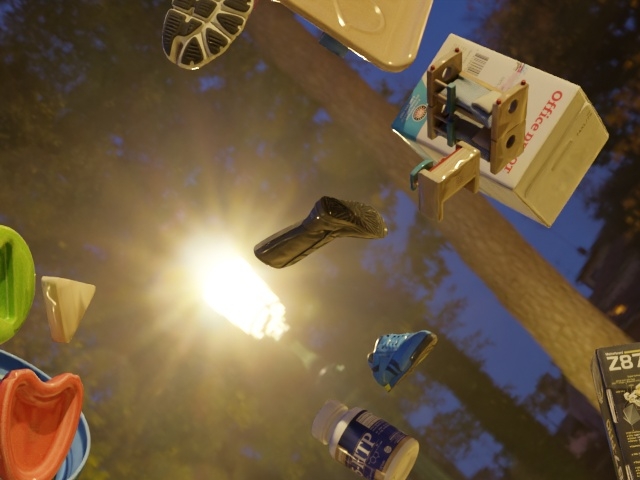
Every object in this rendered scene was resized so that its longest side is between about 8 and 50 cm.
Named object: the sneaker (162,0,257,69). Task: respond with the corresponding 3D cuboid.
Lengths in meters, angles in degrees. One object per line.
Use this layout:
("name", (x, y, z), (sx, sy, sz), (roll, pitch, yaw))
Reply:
("sneaker", (-0.081, -0.218, 0.833), (0.170, 0.068, 0.071), (-59, -10, -21))

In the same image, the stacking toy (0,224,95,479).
("stacking toy", (-0.398, 0.136, 1.020), (0.309, 0.130, 0.280), (49, -133, -63))

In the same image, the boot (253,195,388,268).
("boot", (0.001, -0.002, 1.763), (0.189, 0.076, 0.208), (19, -44, -31))

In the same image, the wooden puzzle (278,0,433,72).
("wooden puzzle", (0.006, -0.416, 1.445), (0.080, 0.348, 0.322), (-55, 10, 41))

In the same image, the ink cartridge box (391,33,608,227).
("ink cartridge box", (0.308, -0.187, 1.554), (0.198, 0.270, 0.197), (-57, -36, 1))

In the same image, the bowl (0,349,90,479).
("bowl", (-0.527, 0.271, 1.285), (0.391, 0.391, 0.077), (-2, -58, -57))

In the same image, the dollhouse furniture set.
("dollhouse furniture set", (0.174, -0.148, 1.238), (0.183, 0.129, 0.129), (-38, -37, -25))

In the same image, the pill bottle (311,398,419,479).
("pill bottle", (0.081, 0.382, 1.713), (0.112, 0.186, 0.112), (-43, -32, -36))

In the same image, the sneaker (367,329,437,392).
("sneaker", (0.126, 0.185, 1.502), (0.069, 0.082, 0.209), (-35, -12, -26))

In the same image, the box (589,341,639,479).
("box", (0.635, 0.290, 1.346), (0.395, 0.318, 0.097), (-9, -28, 5))
